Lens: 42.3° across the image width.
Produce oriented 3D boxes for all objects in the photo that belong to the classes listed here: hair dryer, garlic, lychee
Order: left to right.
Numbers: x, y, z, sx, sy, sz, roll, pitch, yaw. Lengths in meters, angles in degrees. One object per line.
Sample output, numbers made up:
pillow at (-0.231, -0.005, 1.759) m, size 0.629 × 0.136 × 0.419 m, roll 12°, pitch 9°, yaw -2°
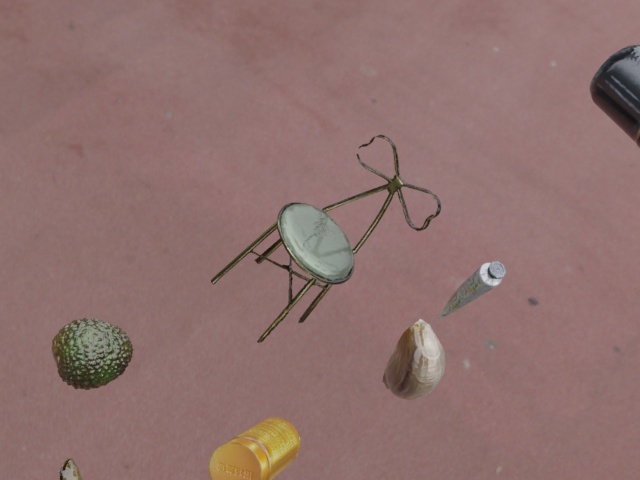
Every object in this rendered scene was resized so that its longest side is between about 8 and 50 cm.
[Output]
lychee at (-0.486, 0.241, 1.777) m, size 0.171 × 0.171 × 0.171 m, roll 11°, pitch 47°, yaw -12°
garlic at (0.179, 0.244, 1.556) m, size 0.087 × 0.195 × 0.101 m, roll -11°, pitch 53°, yaw -24°
hair dryer at (0.547, -0.250, 1.087) m, size 0.352 × 0.107 × 0.189 m, roll -39°, pitch 63°, yaw 4°

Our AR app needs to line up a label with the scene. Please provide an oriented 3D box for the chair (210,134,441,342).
chair at (0.000, 0.000, 1.251) m, size 0.159 × 0.326 × 0.170 m, roll 54°, pitch 32°, yaw 9°

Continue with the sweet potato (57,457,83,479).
sweet potato at (-0.400, 0.461, 1.188) m, size 0.124 × 0.098 × 0.310 m, roll 9°, pitch 83°, yaw 30°

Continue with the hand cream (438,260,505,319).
hand cream at (0.259, 0.085, 1.434) m, size 0.042 × 0.194 × 0.067 m, roll 36°, pitch 60°, yaw -2°

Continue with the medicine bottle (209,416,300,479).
medicine bottle at (-0.109, 0.372, 1.431) m, size 0.096 × 0.096 × 0.192 m, roll 39°, pitch 13°, yaw 14°
